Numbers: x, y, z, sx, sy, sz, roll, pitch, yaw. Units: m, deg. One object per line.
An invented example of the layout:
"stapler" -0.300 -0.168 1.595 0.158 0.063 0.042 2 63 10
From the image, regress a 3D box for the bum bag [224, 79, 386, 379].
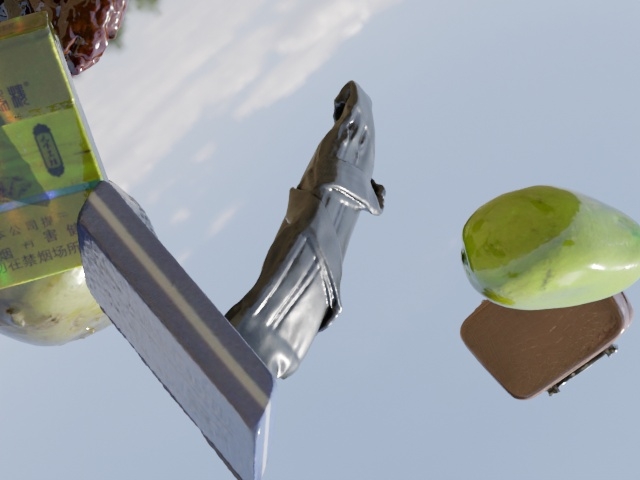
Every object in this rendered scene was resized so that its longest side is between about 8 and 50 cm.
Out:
"bum bag" 0.000 0.000 1.336 0.079 0.142 0.326 12 -120 23

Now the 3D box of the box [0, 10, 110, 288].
"box" -0.216 -0.056 0.979 0.121 0.193 0.030 -16 -142 -1

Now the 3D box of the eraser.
"eraser" -0.094 0.058 0.920 0.036 0.225 0.082 -29 148 -25

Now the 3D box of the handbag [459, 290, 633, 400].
"handbag" 0.282 0.101 1.734 0.193 0.151 0.072 -42 172 21

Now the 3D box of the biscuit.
"biscuit" -0.246 -0.209 1.128 0.192 0.192 0.049 -34 -171 20

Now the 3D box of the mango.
"mango" 0.185 0.012 1.136 0.117 0.163 0.089 -38 -132 36

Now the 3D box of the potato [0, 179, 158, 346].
"potato" -0.254 0.008 1.298 0.173 0.210 0.307 -60 -173 -2
